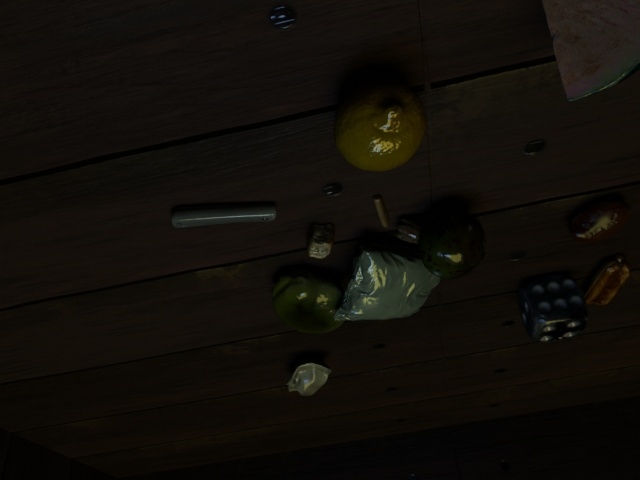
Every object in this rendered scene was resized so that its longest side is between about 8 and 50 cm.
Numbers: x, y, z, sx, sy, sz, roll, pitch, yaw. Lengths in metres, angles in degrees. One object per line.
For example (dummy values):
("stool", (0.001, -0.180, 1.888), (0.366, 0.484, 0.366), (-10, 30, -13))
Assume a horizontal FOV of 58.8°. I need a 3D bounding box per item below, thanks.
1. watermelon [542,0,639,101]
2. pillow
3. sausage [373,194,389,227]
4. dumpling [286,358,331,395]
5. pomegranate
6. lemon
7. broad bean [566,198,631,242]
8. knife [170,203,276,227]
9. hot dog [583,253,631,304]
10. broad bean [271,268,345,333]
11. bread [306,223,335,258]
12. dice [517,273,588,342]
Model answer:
("watermelon", (0.519, -0.438, 0.965), (0.292, 0.319, 0.222), (-23, 177, 32))
("pillow", (0.204, 0.132, 1.679), (0.310, 0.138, 0.283), (3, 126, -28))
("sausage", (0.163, -0.074, 1.513), (0.024, 0.024, 0.132), (-14, 143, 10))
("dumpling", (-0.055, 0.544, 2.257), (0.162, 0.132, 0.250), (8, 142, -26))
("pomegranate", (0.321, -0.001, 1.525), (0.248, 0.202, 0.202), (18, 148, 15))
("lemon", (0.119, -0.230, 1.153), (0.187, 0.186, 0.244), (2, 175, -12))
("broad bean", (0.781, -0.058, 1.591), (0.165, 0.084, 0.114), (-37, 131, 27))
("knife", (-0.246, -0.062, 1.450), (0.266, 0.040, 0.073), (-4, 156, -4))
("hot dog", (0.961, 0.137, 1.911), (0.100, 0.068, 0.249), (4, 142, 2))
("broad bean", (-0.031, 0.194, 1.759), (0.238, 0.119, 0.291), (-12, 138, 14))
("bread", (0.002, 0.001, 1.553), (0.077, 0.070, 0.083), (2, 147, -11))
("dice", (0.777, 0.229, 1.910), (0.182, 0.181, 0.183), (-13, 144, 5))
